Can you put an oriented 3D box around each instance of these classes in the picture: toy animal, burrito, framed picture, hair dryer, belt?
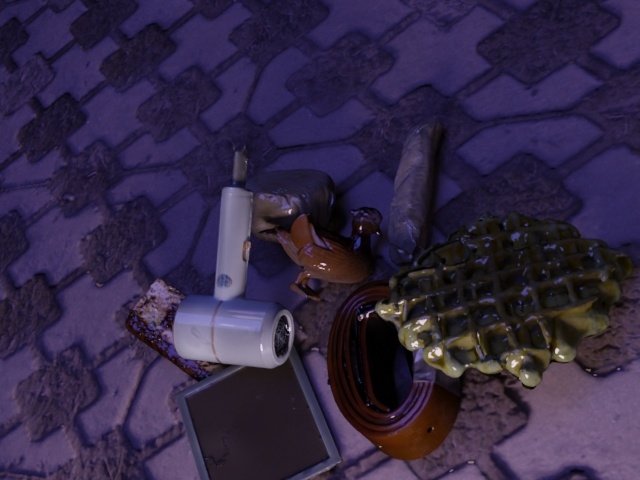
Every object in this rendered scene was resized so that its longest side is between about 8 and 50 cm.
[{"bbox_3d":[0.000,0.000,1.844,0.188,0.089,0.179,31,94,6],"label":"toy animal"},{"bbox_3d":[0.153,-0.090,1.842,0.082,0.059,0.275,-24,44,47],"label":"burrito"},{"bbox_3d":[-0.100,0.289,1.767,0.216,0.016,0.273,-26,43,1],"label":"framed picture"},{"bbox_3d":[-0.129,0.019,1.822,0.173,0.107,0.358,4,91,20],"label":"hair dryer"},{"bbox_3d":[0.106,0.180,1.640,0.184,0.105,0.261,-25,45,23],"label":"belt"}]

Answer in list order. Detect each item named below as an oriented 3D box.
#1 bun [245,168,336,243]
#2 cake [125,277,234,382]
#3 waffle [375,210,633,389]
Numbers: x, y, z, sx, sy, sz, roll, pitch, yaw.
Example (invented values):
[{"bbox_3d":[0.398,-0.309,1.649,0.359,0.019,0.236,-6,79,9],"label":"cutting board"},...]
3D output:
[{"bbox_3d":[-0.054,-0.052,1.952,0.166,0.114,0.173,-10,22,-12],"label":"bun"},{"bbox_3d":[-0.220,0.161,1.921,0.112,0.135,0.246,-53,41,-6],"label":"cake"},{"bbox_3d":[0.250,0.064,1.550,0.297,0.073,0.317,25,55,38],"label":"waffle"}]
